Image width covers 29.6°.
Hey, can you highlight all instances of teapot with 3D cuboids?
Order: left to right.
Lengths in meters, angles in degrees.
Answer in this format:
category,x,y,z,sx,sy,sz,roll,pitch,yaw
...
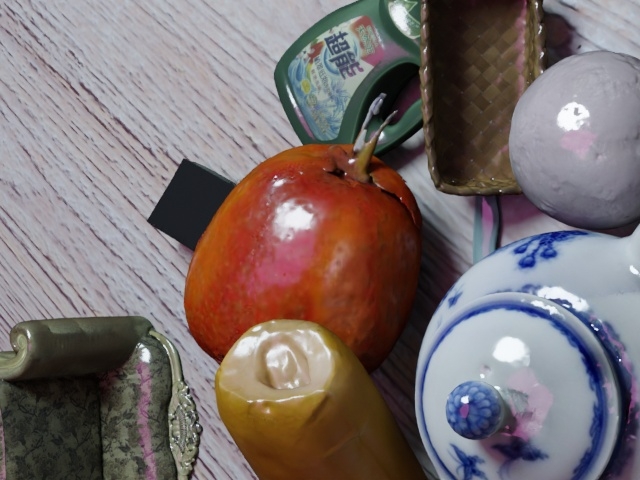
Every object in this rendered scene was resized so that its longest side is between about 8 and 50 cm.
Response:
category,x,y,z,sx,sy,sz,roll,pitch,yaw
teapot,0.176,0.119,0.909,0.252,0.280,0.424,46,115,29

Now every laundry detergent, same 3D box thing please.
category,x,y,z,sx,sy,sz,roll,pitch,yaw
laundry detergent,0.067,-0.167,1.125,0.221,0.078,0.144,-31,77,30

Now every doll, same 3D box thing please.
category,x,y,z,sx,sy,sz,roll,pitch,yaw
doll,0.290,-0.071,0.918,0.287,0.151,0.151,7,93,33

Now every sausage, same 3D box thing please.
category,x,y,z,sx,sy,sz,roll,pitch,yaw
sausage,0.023,0.206,1.041,0.134,0.354,0.116,-9,46,18

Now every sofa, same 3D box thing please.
category,x,y,z,sx,sy,sz,roll,pitch,yaw
sofa,-0.260,0.211,1.284,0.182,0.200,0.259,-8,83,39
sofa,-0.099,-0.017,1.263,0.147,0.060,0.085,29,89,33

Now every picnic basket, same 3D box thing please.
category,x,y,z,sx,sy,sz,roll,pitch,yaw
picnic basket,0.140,-0.136,1.048,0.110,0.055,0.194,-2,100,2

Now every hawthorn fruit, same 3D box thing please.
category,x,y,z,sx,sy,sz,roll,pitch,yaw
hawthorn fruit,0.000,0.000,1.084,0.211,0.211,0.299,34,115,32

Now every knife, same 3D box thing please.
category,x,y,z,sx,sy,sz,roll,pitch,yaw
knife,0.153,-0.065,1.095,0.028,0.015,0.210,0,89,43
